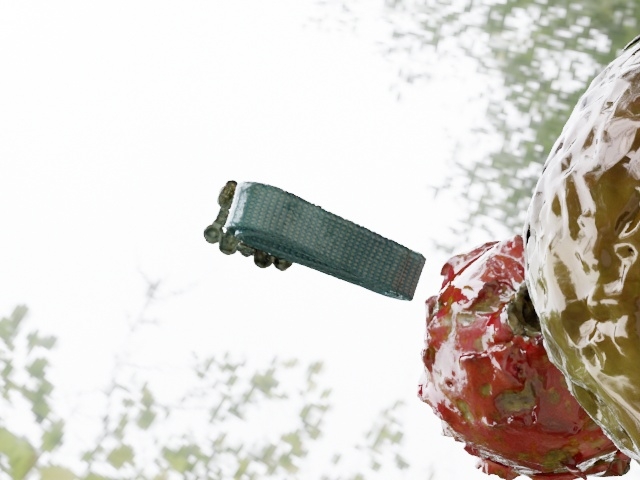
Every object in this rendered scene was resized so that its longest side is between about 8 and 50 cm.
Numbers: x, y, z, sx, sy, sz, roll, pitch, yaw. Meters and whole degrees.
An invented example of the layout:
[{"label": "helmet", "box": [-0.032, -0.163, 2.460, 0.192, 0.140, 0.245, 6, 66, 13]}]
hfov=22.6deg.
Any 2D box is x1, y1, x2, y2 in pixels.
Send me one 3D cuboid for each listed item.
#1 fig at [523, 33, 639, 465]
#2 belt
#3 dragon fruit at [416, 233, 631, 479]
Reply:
[{"label": "fig", "box": [0.222, 0.019, 0.846, 0.286, 0.368, 0.286, 2, -97, -13]}, {"label": "belt", "box": [-0.001, 0.005, 1.362, 0.179, 0.100, 0.065, 24, -104, -15]}, {"label": "dragon fruit", "box": [0.174, 0.084, 1.261, 0.268, 0.205, 0.210, 60, -143, -68]}]
